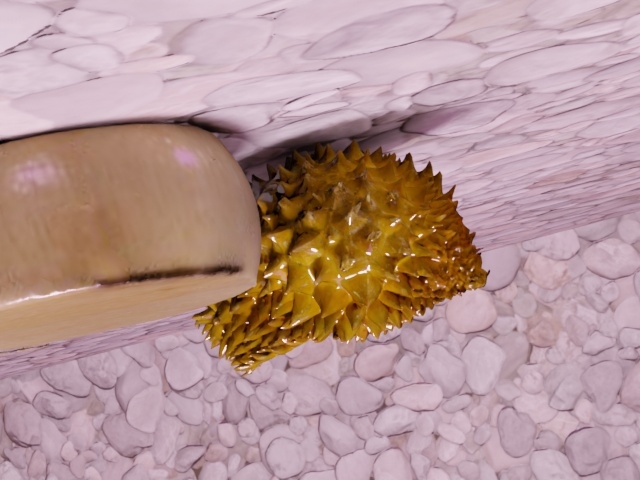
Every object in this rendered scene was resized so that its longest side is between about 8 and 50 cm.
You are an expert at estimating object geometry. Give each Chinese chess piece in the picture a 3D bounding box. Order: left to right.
[{"bbox_3d":[-0.162,0.005,0.806,0.250,0.097,0.251,-13,172,-2],"label":"Chinese chess piece"}]

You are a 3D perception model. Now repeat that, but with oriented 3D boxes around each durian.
[{"bbox_3d":[-0.010,0.000,0.938,0.138,0.183,0.249,24,148,-29],"label":"durian"}]
